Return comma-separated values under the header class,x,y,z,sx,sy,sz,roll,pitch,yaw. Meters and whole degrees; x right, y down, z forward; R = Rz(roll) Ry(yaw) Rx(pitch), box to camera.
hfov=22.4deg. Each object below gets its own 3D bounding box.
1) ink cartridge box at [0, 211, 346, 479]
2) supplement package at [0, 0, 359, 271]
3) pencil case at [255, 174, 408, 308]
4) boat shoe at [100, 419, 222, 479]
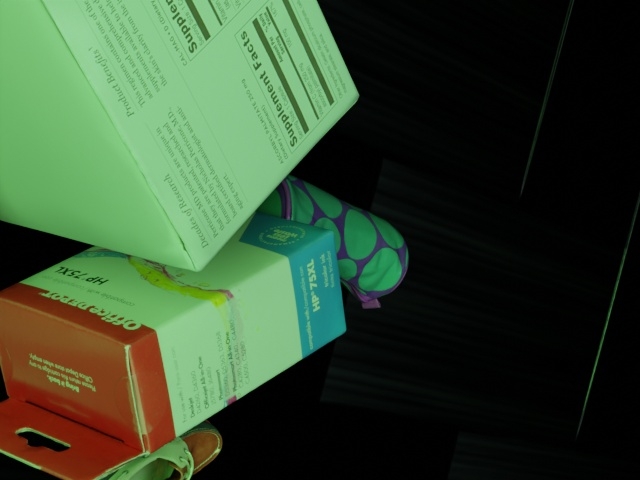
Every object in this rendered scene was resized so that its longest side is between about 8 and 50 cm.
class,x,y,z,sx,sy,sz,roll,pitch,yaw
ink cartridge box,-0.110,0.056,1.020,0.231,0.134,0.078,-29,122,-42
supplement package,-0.139,-0.139,0.808,0.145,0.204,0.262,-49,132,-28
pencil case,0.000,0.000,1.184,0.151,0.064,0.070,21,68,-49
boat shoe,-0.114,0.159,1.114,0.137,0.043,0.049,-18,112,-46
